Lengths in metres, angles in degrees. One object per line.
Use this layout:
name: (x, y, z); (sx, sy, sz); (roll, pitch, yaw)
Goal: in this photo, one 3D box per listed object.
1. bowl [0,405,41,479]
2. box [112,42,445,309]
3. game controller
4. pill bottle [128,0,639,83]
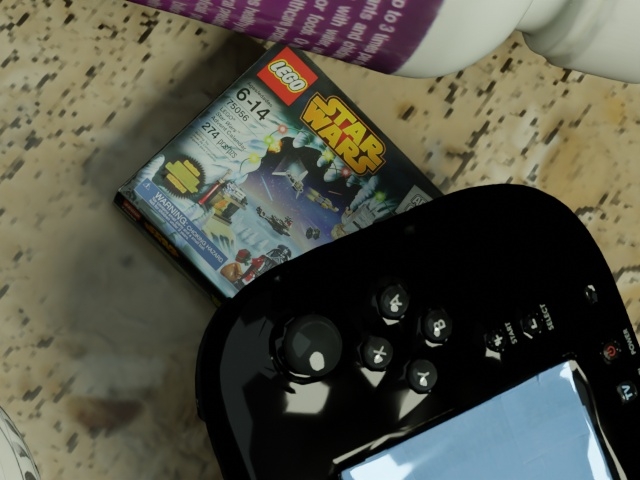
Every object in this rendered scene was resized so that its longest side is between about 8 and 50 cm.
bowl: (-0.148, 0.091, 0.484); (0.170, 0.080, 0.170); (18, 56, -29)
box: (0.000, 0.000, 0.598); (0.137, 0.027, 0.094); (45, 72, -2)
game controller: (0.075, 0.143, 0.550); (0.166, 0.067, 0.319); (-22, 93, -15)
pill bottle: (-0.004, -0.155, 0.556); (0.301, 0.169, 0.169); (15, 76, -10)
